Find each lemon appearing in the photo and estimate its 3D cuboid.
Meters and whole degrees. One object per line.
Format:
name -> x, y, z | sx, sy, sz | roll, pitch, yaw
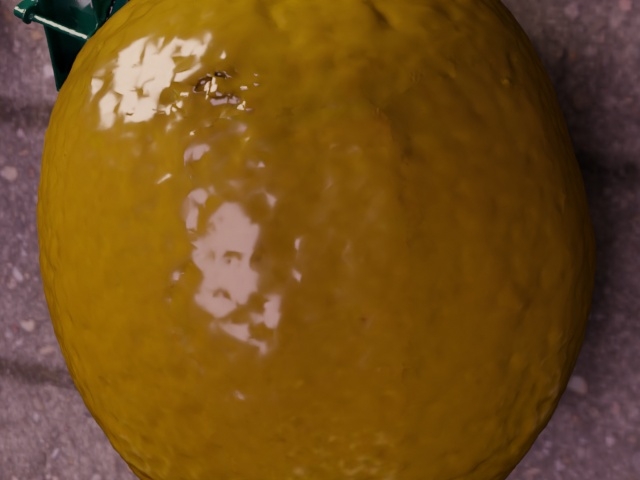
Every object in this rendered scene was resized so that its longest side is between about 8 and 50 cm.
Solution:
lemon -> 0.000, -0.002, 0.889 | 0.336, 0.336, 0.336 | 7, 103, 30

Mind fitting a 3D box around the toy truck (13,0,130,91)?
toy truck -> -0.122, -0.128, 1.011 | 0.110, 0.116, 0.216 | 25, 140, 28
